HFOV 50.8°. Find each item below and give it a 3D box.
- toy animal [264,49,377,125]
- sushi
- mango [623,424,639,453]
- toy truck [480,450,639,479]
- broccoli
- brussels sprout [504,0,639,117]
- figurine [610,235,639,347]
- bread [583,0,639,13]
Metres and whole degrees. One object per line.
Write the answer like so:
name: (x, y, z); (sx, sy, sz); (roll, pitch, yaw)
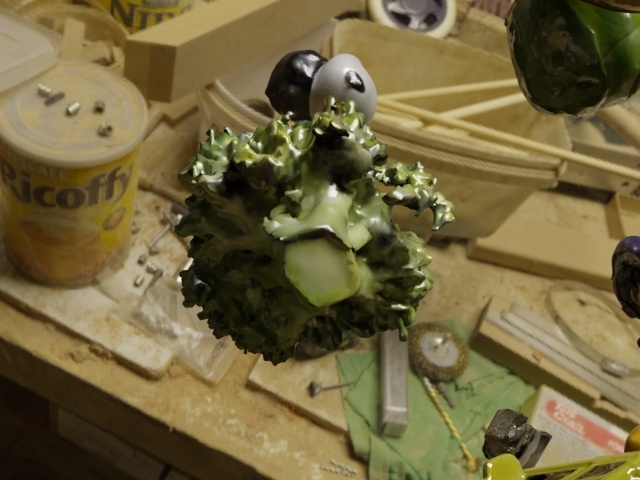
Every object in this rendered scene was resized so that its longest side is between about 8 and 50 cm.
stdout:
toy animal: (0.018, -0.425, 1.980); (0.310, 0.250, 0.251); (23, 42, 39)
sushi: (0.405, 0.439, 1.487); (0.109, 0.273, 0.134); (28, 82, 39)
mango: (0.530, 0.338, 0.948); (0.252, 0.153, 0.126); (34, 7, -13)
toy truck: (0.246, 0.185, 0.354); (0.254, 0.405, 0.180); (-5, 71, -42)
broccoli: (-0.007, -0.005, 0.836); (0.324, 0.334, 0.272); (-18, 17, -33)
brussels sprout: (0.532, -0.409, 1.408); (0.314, 0.276, 0.371); (59, 25, 3)
figurine: (0.656, 0.093, 1.326); (0.145, 0.145, 0.222); (-30, 98, -35)
bread: (0.455, -0.524, 1.073); (0.348, 0.253, 0.376); (-7, 45, -33)
